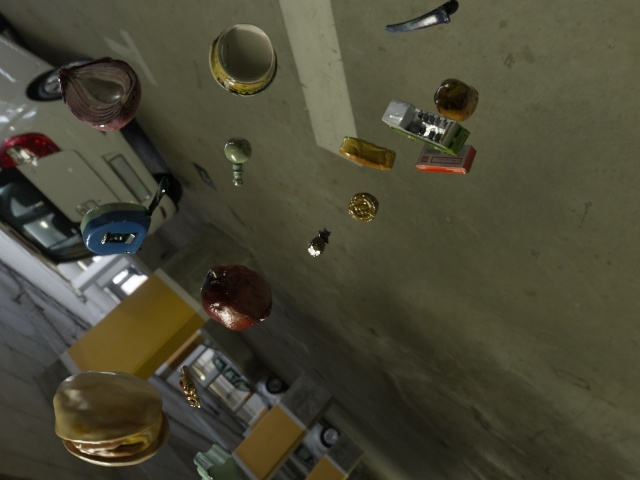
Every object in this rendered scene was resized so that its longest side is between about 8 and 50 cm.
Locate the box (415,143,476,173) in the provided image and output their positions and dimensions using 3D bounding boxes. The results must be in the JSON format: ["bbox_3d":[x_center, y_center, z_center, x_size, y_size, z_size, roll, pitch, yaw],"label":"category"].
[{"bbox_3d":[0.528,-0.347,1.937,0.229,0.123,0.050,11,160,38],"label":"box"}]

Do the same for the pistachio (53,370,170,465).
[{"bbox_3d":[-0.537,0.439,1.164,0.308,0.230,0.230,10,150,15],"label":"pistachio"}]

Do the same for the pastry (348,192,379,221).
[{"bbox_3d":[0.143,-0.111,1.513,0.109,0.097,0.057,58,-159,-13],"label":"pastry"}]

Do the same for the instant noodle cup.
[{"bbox_3d":[-0.158,-0.385,0.964,0.151,0.151,0.122,51,177,-17],"label":"instant noodle cup"}]

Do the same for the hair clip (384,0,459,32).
[{"bbox_3d":[0.317,-0.726,1.519,0.275,0.083,0.048,8,153,44],"label":"hair clip"}]

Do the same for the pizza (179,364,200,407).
[{"bbox_3d":[-0.576,0.656,2.011,0.188,0.062,0.199,-160,52,-70],"label":"pizza"}]

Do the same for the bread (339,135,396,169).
[{"bbox_3d":[0.194,-0.355,1.895,0.245,0.094,0.102,14,-173,-21],"label":"bread"}]

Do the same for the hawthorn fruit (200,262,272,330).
[{"bbox_3d":[-0.244,0.148,1.290,0.189,0.189,0.251,33,166,30],"label":"hawthorn fruit"}]

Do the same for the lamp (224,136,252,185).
[{"bbox_3d":[-0.276,-0.263,1.546,0.091,0.091,0.163,25,121,43],"label":"lamp"}]

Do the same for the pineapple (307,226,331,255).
[{"bbox_3d":[0.000,0.000,1.927,0.074,0.159,0.074,12,126,17],"label":"pineapple"}]

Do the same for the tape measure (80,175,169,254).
[{"bbox_3d":[-0.641,-0.076,1.499,0.351,0.215,0.098,-49,58,36],"label":"tape measure"}]

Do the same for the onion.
[{"bbox_3d":[-0.693,-0.466,1.449,0.283,0.227,0.120,30,171,9],"label":"onion"}]

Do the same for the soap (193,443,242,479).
[{"bbox_3d":[-0.314,0.742,1.445,0.261,0.094,0.150,-30,84,61],"label":"soap"}]

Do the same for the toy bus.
[{"bbox_3d":[0.361,-0.398,1.594,0.139,0.113,0.301,18,-165,-43],"label":"toy bus"}]

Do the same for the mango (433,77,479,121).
[{"bbox_3d":[0.492,-0.505,1.645,0.151,0.156,0.248,67,-167,8],"label":"mango"}]
